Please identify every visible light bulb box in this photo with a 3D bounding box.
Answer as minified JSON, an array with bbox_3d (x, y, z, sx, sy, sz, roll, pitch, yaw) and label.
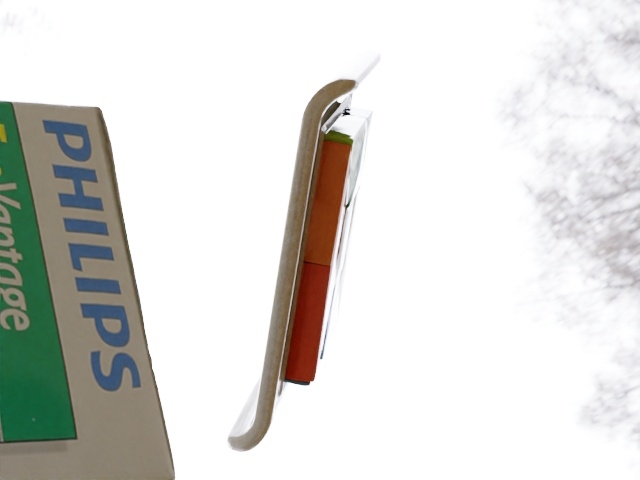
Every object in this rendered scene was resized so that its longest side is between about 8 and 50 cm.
[{"bbox_3d":[-0.329,0.090,0.859,0.361,0.358,0.225,2,-116,-36],"label":"light bulb box"}]

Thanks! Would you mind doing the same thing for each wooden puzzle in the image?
[{"bbox_3d":[0.000,0.000,1.039,0.044,0.221,0.239,15,-77,3],"label":"wooden puzzle"}]
